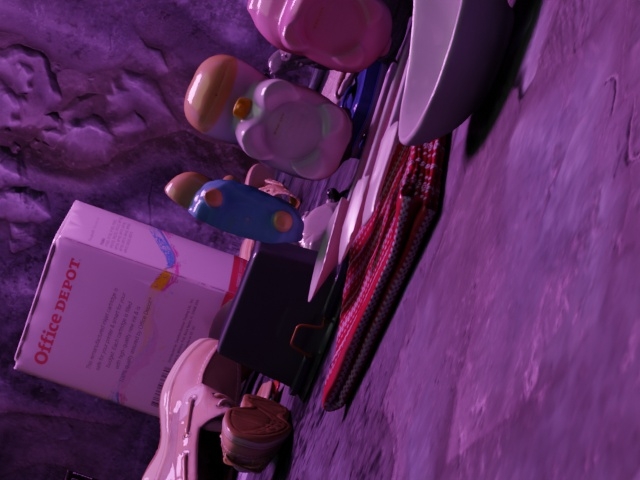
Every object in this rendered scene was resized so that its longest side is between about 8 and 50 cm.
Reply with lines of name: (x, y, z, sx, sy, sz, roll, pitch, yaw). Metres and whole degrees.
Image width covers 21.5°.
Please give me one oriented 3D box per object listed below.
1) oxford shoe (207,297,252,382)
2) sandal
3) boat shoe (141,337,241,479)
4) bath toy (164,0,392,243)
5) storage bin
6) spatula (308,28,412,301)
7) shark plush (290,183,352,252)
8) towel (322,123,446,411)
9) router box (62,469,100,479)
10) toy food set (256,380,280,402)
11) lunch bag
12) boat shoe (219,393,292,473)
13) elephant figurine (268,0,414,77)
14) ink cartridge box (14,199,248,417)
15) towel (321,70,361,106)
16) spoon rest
oxford shoe: (-0.095, 0.123, 2.137, 0.076, 0.076, 0.212, -17, -25, -43)
sandal: (-0.062, -0.037, 2.513, 0.079, 0.088, 0.240, -29, 36, 30)
boat shoe: (-0.129, 0.229, 1.948, 0.098, 0.109, 0.302, -19, 34, 28)
bath toy: (-0.007, -0.170, 1.418, 0.348, 0.151, 0.129, -63, -6, 6)
storage bin: (-0.034, 0.066, 1.520, 0.098, 0.091, 0.135, -86, 16, -73)
spatula: (0.043, -0.081, 1.329, 0.168, 0.019, 0.242, 116, 172, -58)
shark plush: (0.000, 0.000, 1.657, 0.161, 0.073, 0.067, -82, -17, -50)
towel: (0.051, -0.021, 1.292, 0.275, 0.031, 0.199, -77, 8, -57)
router box: (-0.188, 0.317, 1.650, 0.046, 0.179, 0.133, -117, 47, -81)
toy food set: (-0.062, 0.184, 1.753, 0.083, 0.020, 0.082, 134, 156, -79)
lunch bag: (0.048, -0.110, 1.484, 0.098, 0.065, 0.067, -75, 7, -52)
boat shoe: (-0.061, 0.184, 1.537, 0.170, 0.063, 0.059, -28, -44, -83)
elephant figurine: (0.033, -0.225, 1.722, 0.239, 0.169, 0.186, -111, 10, -59)
ink cartridge box: (-0.235, 0.107, 2.300, 0.131, 0.306, 0.226, -80, 12, -65)
towel: (0.036, -0.218, 2.172, 0.282, 0.049, 0.187, 126, 165, -73)
spoon rest: (0.096, -0.186, 1.157, 0.137, 0.084, 0.276, 118, 172, -60)
